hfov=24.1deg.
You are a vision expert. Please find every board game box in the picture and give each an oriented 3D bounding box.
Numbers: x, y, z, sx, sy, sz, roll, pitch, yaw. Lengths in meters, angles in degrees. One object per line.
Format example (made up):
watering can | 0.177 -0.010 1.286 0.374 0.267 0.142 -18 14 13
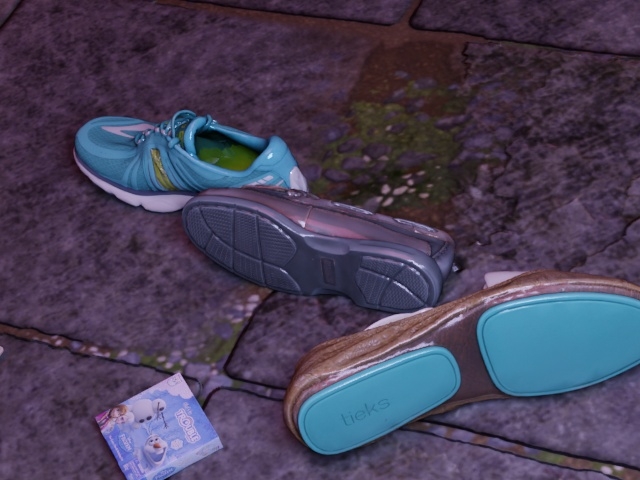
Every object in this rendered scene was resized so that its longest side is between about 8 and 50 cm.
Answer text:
board game box | -0.147 0.174 1.362 0.090 0.020 0.090 -27 47 -12

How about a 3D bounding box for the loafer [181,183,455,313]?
loafer | 0.000 0.000 1.446 0.267 0.096 0.084 17 40 18

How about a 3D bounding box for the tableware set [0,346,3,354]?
tableware set | -0.404 0.118 1.480 0.141 0.020 0.169 -41 51 -21

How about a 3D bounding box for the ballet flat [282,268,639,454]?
ballet flat | 0.127 0.090 1.324 0.342 0.116 0.124 -20 27 1

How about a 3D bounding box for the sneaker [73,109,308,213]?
sneaker | -0.136 -0.093 1.542 0.275 0.110 0.107 13 53 26
